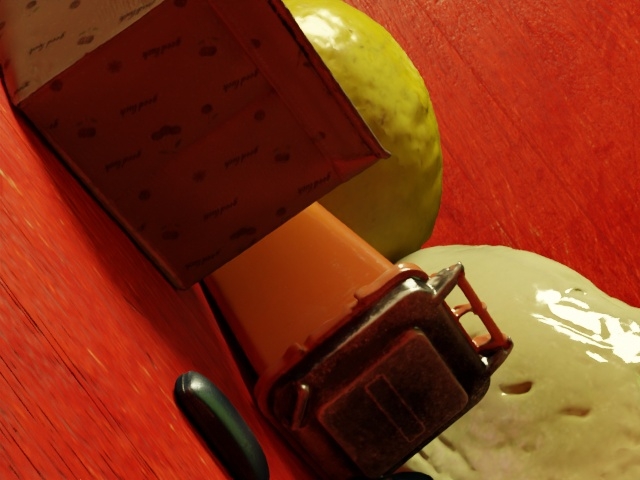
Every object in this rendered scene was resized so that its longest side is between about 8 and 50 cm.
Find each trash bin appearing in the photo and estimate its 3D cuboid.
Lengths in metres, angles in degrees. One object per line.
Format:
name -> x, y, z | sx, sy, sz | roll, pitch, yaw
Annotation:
trash bin -> 0.017, 0.058, 1.154 | 0.161, 0.184, 0.238 | 53, -2, -41

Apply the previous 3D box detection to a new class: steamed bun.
steamed bun -> 0.222, 0.221, 1.292 | 0.456, 0.290, 0.371 | 23, -22, 48

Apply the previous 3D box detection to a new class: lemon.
lemon -> -0.011, -0.094, 1.436 | 0.316, 0.285, 0.285 | 30, 5, -3

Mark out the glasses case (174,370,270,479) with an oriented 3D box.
glasses case -> -0.054, 0.112, 0.837 | 0.083, 0.023, 0.033 | 54, 1, -11

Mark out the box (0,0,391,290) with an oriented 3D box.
box -> -0.124, -0.153, 1.090 | 0.225, 0.190, 0.297 | 52, 3, -41

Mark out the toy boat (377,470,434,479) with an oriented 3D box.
toy boat -> 0.106, 0.316, 1.056 | 0.220, 0.067, 0.291 | 48, 19, -67
